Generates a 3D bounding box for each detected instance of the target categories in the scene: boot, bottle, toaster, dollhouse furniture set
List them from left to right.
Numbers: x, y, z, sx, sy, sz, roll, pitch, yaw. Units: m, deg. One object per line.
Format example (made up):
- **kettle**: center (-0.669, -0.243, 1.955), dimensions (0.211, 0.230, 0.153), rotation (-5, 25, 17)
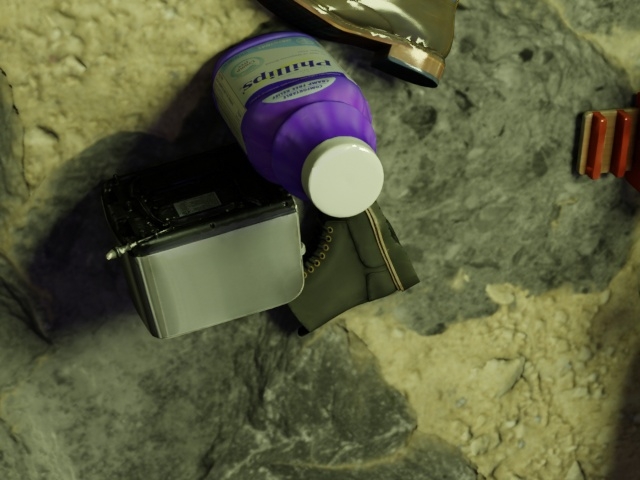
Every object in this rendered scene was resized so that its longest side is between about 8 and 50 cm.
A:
- **toaster**: center (-0.116, -0.004, 1.704), dimensions (0.186, 0.168, 0.110), rotation (-17, 118, -10)
- **bottle**: center (-0.016, -0.104, 1.626), dimensions (0.118, 0.283, 0.092), rotation (-19, 117, -7)
- **boot**: center (0.000, 0.000, 1.800), dimensions (0.137, 0.077, 0.198), rotation (-29, 117, 2)
- **boot**: center (0.034, -0.236, 1.716), dimensions (0.219, 0.082, 0.106), rotation (26, 81, -21)
- **dollhouse furniture set**: center (0.371, -0.050, 1.782), dimensions (0.135, 0.259, 0.262), rotation (-6, 118, -19)
